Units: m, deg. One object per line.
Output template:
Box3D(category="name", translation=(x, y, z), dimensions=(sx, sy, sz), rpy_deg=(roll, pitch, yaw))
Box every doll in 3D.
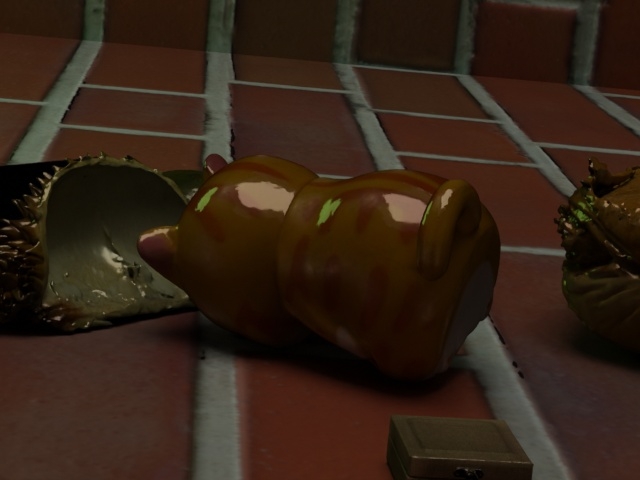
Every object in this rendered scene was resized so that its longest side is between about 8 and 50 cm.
Box3D(category="doll", translation=(0.012, 0.016, 1.333), dimensions=(0.269, 0.162, 0.166), rpy_deg=(1, 25, 28))

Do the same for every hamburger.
Box3D(category="hamburger", translation=(0.354, 0.014, 1.472), dimensions=(0.318, 0.158, 0.318), rpy_deg=(5, 14, -1))

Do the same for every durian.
Box3D(category="durian", translation=(-0.187, 0.009, 1.400), dimensions=(0.139, 0.144, 0.252), rpy_deg=(40, 24, 28))

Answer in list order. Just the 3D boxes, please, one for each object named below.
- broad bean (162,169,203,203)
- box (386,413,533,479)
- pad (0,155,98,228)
Box3D(category="broad bean", translation=(-0.154, -0.022, 1.570), dimensions=(0.174, 0.082, 0.124), rpy_deg=(-5, 19, -44))
Box3D(category="box", translation=(0.087, 0.141, 1.090), dimensions=(0.079, 0.035, 0.083), rpy_deg=(4, 14, -7))
Box3D(category="pad", translation=(-0.319, -0.016, 1.402), dimensions=(0.245, 0.006, 0.170), rpy_deg=(-9, -24, -44))
